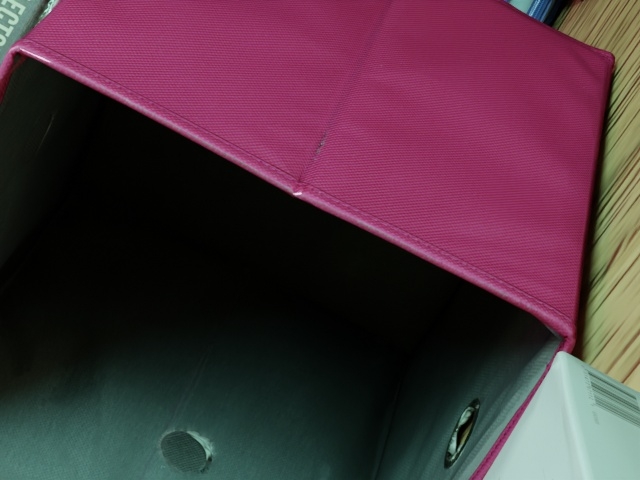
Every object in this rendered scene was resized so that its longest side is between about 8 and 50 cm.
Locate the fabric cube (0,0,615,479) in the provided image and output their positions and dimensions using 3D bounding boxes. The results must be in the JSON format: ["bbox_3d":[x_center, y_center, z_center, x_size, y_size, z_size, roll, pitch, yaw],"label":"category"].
[{"bbox_3d":[-0.027,-0.001,0.690,0.254,0.259,0.258,-61,3,36],"label":"fabric cube"}]

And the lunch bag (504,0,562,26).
[{"bbox_3d":[0.137,-0.202,1.019,0.219,0.090,0.176,-63,4,5],"label":"lunch bag"}]

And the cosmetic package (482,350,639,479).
[{"bbox_3d":[0.059,0.119,0.273,0.099,0.060,0.239,-59,6,18],"label":"cosmetic package"}]

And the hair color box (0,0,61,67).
[{"bbox_3d":[-0.156,-0.147,0.752,0.185,0.110,0.339,-60,4,-3],"label":"hair color box"}]
